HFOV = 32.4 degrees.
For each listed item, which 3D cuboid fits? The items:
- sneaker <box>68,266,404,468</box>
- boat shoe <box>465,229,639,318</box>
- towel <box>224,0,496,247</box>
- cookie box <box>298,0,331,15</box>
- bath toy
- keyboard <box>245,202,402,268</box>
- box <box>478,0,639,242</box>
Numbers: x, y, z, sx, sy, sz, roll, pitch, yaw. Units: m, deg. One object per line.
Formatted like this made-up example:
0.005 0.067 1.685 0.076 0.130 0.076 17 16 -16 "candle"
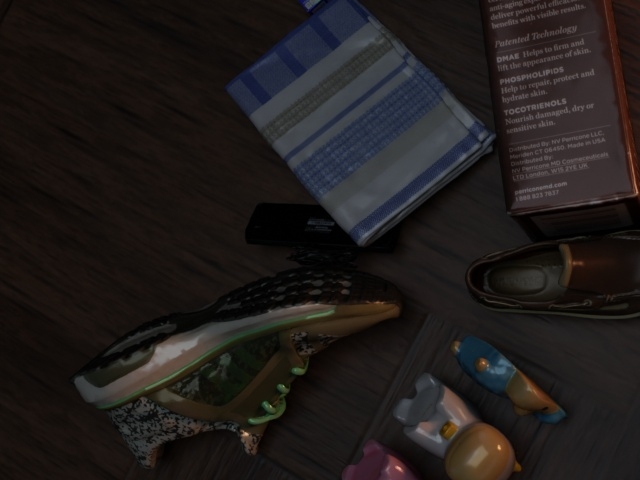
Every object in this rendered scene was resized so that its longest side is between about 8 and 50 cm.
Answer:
-0.082 0.157 1.309 0.410 0.158 0.182 -19 104 15 "sneaker"
0.279 0.039 1.184 0.257 0.095 0.095 -11 76 24 "boat shoe"
0.043 -0.149 1.324 0.209 0.034 0.285 -39 69 -4 "towel"
-0.006 -0.349 1.395 0.092 0.040 0.107 -41 70 10 "cookie box"
0.109 0.276 1.208 0.129 0.151 0.348 40 95 -22 "bath toy"
0.000 0.000 1.330 0.192 0.038 0.100 3 43 20 "keyboard"
0.256 -0.202 1.197 0.143 0.191 0.382 -8 78 18 "box"
